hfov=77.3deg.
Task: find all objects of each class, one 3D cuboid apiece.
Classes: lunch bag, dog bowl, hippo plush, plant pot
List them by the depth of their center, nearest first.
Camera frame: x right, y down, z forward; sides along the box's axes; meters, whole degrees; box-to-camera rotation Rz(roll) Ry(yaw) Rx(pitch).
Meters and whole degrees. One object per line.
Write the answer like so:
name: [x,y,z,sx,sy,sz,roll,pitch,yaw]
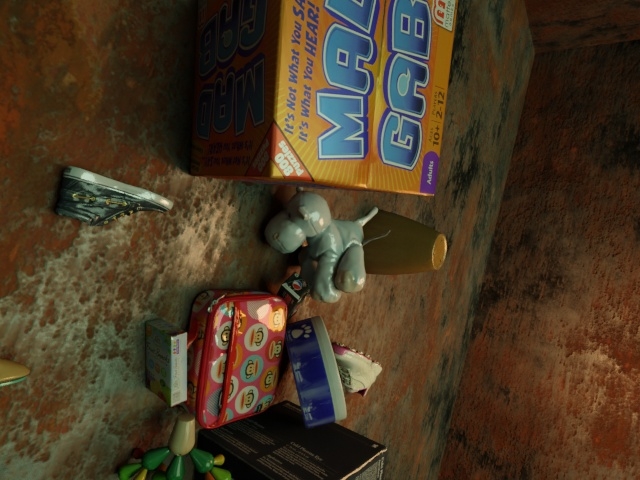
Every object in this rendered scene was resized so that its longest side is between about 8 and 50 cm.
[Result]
lunch bag: [-0.208,0.255,0.905,0.258,0.120,0.293,7,91,-48]
hippo plush: [0.000,0.000,0.993,0.294,0.234,0.236,-37,126,14]
dog bowl: [-0.019,0.336,1.037,0.104,0.265,0.265,-13,114,-8]
plant pot: [0.287,0.019,1.369,0.237,0.254,0.237,-13,107,-49]

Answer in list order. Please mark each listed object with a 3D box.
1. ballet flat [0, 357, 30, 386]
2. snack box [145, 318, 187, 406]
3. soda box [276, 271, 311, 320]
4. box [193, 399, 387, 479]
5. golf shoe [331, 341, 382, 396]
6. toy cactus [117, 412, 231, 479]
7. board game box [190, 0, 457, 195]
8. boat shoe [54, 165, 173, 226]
ballet flat: [-0.515,0.175,0.520,0.232,0.080,0.073,0,83,-53]
snack box: [-0.302,0.235,0.782,0.037,0.100,0.141,-7,104,-50]
soda box: [-0.079,0.149,1.010,0.053,0.060,0.169,-43,169,-36]
box: [-0.070,0.558,0.953,0.312,0.343,0.179,6,91,-52]
golf shoe: [0.112,0.443,1.355,0.306,0.115,0.140,45,66,-45]
toy cactus: [-0.279,0.438,0.805,0.112,0.219,0.180,-70,171,-87]
board game box: [-0.012,-0.282,0.769,0.356,0.356,0.357,1,98,-36]
boat shoe: [-0.352,-0.059,0.692,0.183,0.065,0.083,19,85,-46]
